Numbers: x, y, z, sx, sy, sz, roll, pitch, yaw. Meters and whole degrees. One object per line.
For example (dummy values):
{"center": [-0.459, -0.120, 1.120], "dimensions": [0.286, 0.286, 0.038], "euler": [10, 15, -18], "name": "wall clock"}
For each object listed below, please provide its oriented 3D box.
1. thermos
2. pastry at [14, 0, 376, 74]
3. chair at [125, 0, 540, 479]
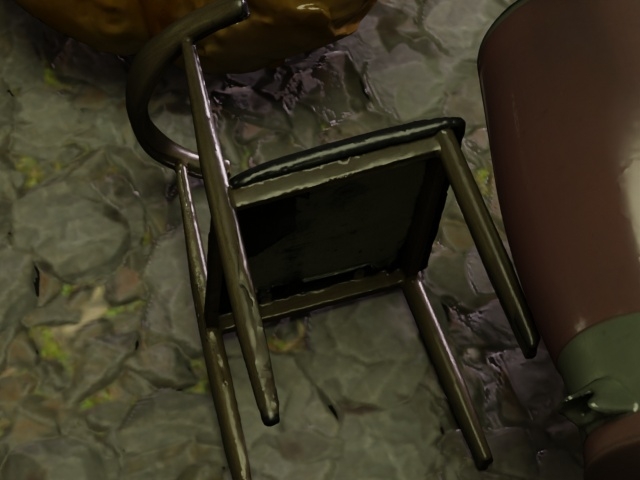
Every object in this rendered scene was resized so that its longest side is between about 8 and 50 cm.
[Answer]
{"center": [0.178, 0.008, 0.936], "dimensions": [0.176, 0.146, 0.265], "euler": [14, 55, -29], "name": "thermos"}
{"center": [-0.072, -0.252, 1.168], "dimensions": [0.316, 0.284, 0.184], "euler": [2, 18, 20], "name": "pastry"}
{"center": [0.000, 0.000, 1.052], "dimensions": [0.166, 0.188, 0.272], "euler": [-14, 63, -13], "name": "chair"}
